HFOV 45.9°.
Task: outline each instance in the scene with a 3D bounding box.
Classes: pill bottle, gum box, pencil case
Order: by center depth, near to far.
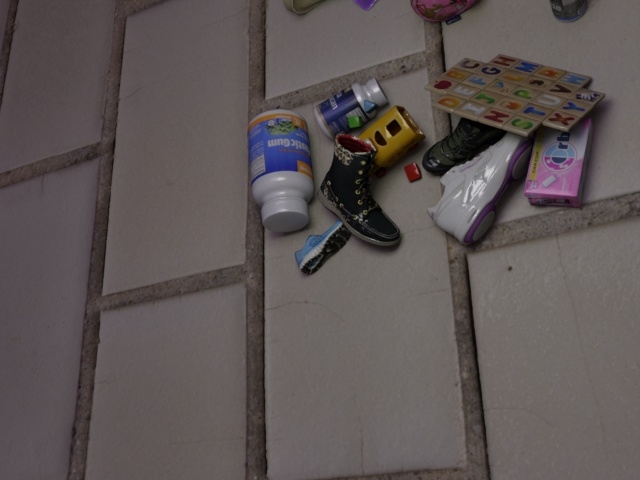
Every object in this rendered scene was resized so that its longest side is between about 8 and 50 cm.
[{"bbox_3d":[0.498,-0.160,1.576,0.107,0.062,0.188,7,73,29],"label":"gum box"},{"bbox_3d":[0.543,-0.554,1.672,0.078,0.137,0.078,-10,65,23],"label":"pill bottle"},{"bbox_3d":[-0.093,-0.165,1.822,0.152,0.152,0.272,-17,63,20],"label":"pill bottle"},{"bbox_3d":[0.075,-0.324,1.837,0.169,0.094,0.094,-29,60,13],"label":"pill bottle"},{"bbox_3d":[0.289,-0.732,1.849,0.160,0.167,0.386,-23,63,43],"label":"pencil case"}]

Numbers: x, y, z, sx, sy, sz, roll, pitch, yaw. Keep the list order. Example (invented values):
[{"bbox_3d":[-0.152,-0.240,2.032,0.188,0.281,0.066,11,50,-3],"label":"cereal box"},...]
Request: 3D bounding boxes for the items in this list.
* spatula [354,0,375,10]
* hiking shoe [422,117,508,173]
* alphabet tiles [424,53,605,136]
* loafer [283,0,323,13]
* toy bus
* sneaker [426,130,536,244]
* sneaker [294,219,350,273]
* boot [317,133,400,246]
[{"bbox_3d":[0.197,-0.734,1.982,0.296,0.030,0.084,-45,70,2],"label":"spatula"},{"bbox_3d":[0.316,-0.233,1.666,0.227,0.114,0.086,-30,58,12],"label":"hiking shoe"},{"bbox_3d":[0.411,-0.320,1.620,0.342,0.011,0.285,25,48,34],"label":"alphabet tiles"},{"bbox_3d":[0.020,-0.697,2.015,0.268,0.102,0.092,-36,52,8],"label":"loafer"},{"bbox_3d":[0.135,-0.217,1.725,0.191,0.104,0.202,10,98,23],"label":"toy bus"},{"bbox_3d":[0.343,-0.147,1.617,0.152,0.114,0.305,33,87,32],"label":"sneaker"},{"bbox_3d":[0.000,0.000,1.762,0.162,0.063,0.073,-42,53,4],"label":"sneaker"},{"bbox_3d":[0.096,-0.111,1.681,0.085,0.179,0.236,-28,56,-37],"label":"boot"}]
